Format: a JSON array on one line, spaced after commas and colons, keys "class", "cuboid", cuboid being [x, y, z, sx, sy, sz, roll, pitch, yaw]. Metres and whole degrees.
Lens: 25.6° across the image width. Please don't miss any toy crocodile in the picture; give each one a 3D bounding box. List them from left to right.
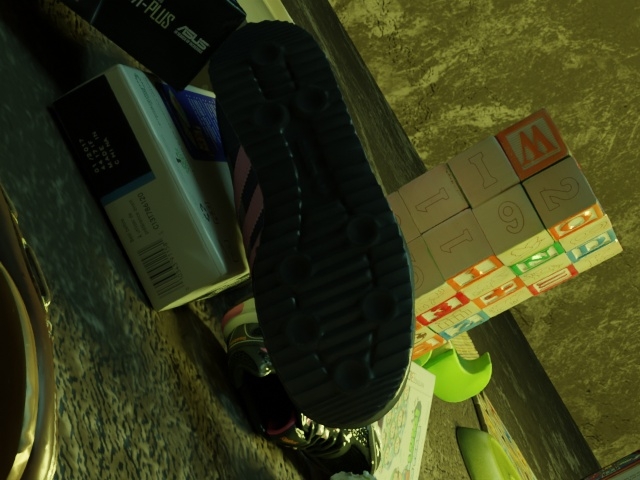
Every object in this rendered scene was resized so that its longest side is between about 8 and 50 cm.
[{"class": "toy crocodile", "cuboid": [0.088, 0.044, 1.684, 0.341, 0.105, 0.115, 61, 9, -2]}]

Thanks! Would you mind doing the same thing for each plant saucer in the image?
[{"class": "plant saucer", "cuboid": [0.257, 0.354, 1.907, 0.241, 0.037, 0.241, 58, 11, -18]}]

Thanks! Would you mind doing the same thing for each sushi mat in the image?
[{"class": "sushi mat", "cuboid": [0.202, 0.133, 2.291, 0.151, 0.019, 0.316, 65, 10, 11]}]

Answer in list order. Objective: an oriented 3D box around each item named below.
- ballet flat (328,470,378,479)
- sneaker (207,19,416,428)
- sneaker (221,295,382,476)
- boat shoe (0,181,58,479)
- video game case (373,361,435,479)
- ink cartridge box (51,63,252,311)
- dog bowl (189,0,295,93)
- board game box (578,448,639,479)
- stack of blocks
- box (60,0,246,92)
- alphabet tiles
[{"class": "ballet flat", "cuboid": [0.065, 0.271, 1.017, 0.241, 0.091, 0.077, 65, -13, -3]}, {"class": "sneaker", "cuboid": [0.000, 0.000, 0.997, 0.131, 0.112, 0.319, 79, -1, -60]}, {"class": "sneaker", "cuboid": [-0.020, 0.129, 1.046, 0.178, 0.072, 0.077, 48, 27, -26]}, {"class": "boat shoe", "cuboid": [-0.145, 0.030, 0.597, 0.073, 0.073, 0.207, 45, 20, -54]}, {"class": "video game case", "cuboid": [0.060, 0.178, 1.171, 0.143, 0.019, 0.157, 38, 62, -68]}, {"class": "ink cartridge box", "cuboid": [-0.094, -0.041, 1.101, 0.165, 0.065, 0.332, 62, 11, 4]}, {"class": "dog bowl", "cuboid": [-0.067, -0.160, 1.459, 0.349, 0.102, 0.349, 59, 10, -18]}, {"class": "board game box", "cuboid": [0.193, 0.267, 1.078, 0.145, 0.281, 0.027, 61, 6, -6]}, {"class": "stack of blocks", "cuboid": [0.085, 0.024, 1.147, 0.087, 0.297, 0.171, 65, 11, 19]}, {"class": "box", "cuboid": [-0.151, -0.209, 1.036, 0.147, 0.077, 0.180, 37, 11, -32]}, {"class": "alphabet tiles", "cuboid": [0.330, 0.397, 2.245, 0.343, 0.011, 0.285, 57, 11, -25]}]
